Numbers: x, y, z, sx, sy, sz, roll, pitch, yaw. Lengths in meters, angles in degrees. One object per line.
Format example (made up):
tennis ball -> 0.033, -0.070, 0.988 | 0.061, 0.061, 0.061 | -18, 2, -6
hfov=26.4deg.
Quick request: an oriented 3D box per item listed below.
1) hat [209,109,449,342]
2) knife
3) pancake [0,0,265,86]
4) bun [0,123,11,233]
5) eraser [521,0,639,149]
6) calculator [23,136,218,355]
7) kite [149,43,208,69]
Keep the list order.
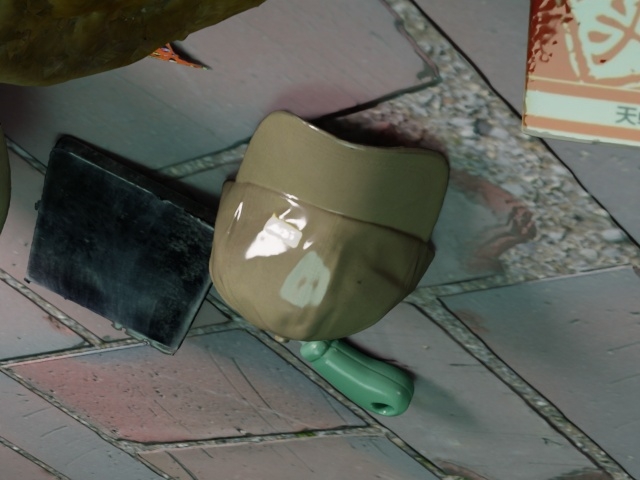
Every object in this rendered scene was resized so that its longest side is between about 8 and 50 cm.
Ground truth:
hat -> 0.000, 0.000, 0.938 | 0.166, 0.144, 0.173 | 16, 173, 1
knife -> -0.020, 0.074, 1.162 | 0.260, 0.034, 0.063 | 37, 148, -22
pancake -> -0.060, -0.183, 0.526 | 0.065, 0.356, 0.356 | 54, 160, 22
bun -> -0.362, -0.078, 0.957 | 0.293, 0.187, 0.293 | -7, 151, -4
eraser -> 0.169, -0.144, 0.565 | 0.157, 0.038, 0.230 | 9, 119, 18
calculator -> -0.165, 0.011, 1.136 | 0.161, 0.021, 0.261 | 28, 150, -4
kite -> -0.189, -0.162, 0.887 | 0.125, 0.008, 0.222 | -12, 138, 46
